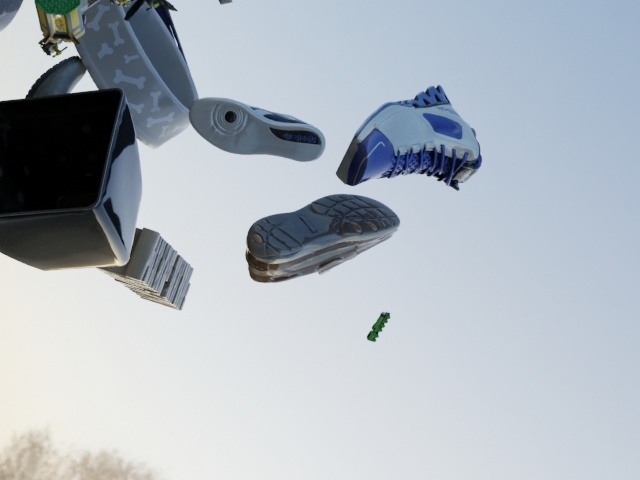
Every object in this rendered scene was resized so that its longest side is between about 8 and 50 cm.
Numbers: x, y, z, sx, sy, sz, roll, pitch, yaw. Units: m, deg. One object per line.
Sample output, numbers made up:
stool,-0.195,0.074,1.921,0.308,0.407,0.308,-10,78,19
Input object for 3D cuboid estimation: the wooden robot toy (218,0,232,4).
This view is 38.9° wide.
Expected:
wooden robot toy,-0.169,-0.604,2.062,0.076,0.173,0.079,38,-30,28

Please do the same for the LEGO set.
LEGO set,-0.383,-0.398,1.309,0.331,0.255,0.192,35,-23,7

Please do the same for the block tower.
block tower,-0.317,0.050,1.667,0.335,0.097,0.091,82,25,-77

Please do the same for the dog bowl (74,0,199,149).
dog bowl,-0.348,-0.347,1.728,0.348,0.102,0.349,60,10,-17

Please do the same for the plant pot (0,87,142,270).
plant pot,-0.322,-0.060,1.147,0.167,0.188,0.187,73,16,-53

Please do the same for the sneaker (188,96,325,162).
sneaker,-0.106,-0.175,1.438,0.121,0.217,0.079,-128,-126,-73

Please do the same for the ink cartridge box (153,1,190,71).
ink cartridge box,-0.406,-0.501,2.210,0.330,0.071,0.324,-130,-160,-59

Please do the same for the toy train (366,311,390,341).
toy train,0.125,0.185,1.954,0.017,0.024,0.083,-97,-150,-59

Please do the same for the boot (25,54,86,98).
boot,-0.449,-0.188,1.566,0.161,0.246,0.083,38,-18,-2

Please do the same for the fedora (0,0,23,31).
fedora,-0.577,-0.450,1.515,0.244,0.124,0.275,23,-77,29

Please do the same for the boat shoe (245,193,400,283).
boat shoe,0.000,0.000,1.680,0.123,0.324,0.116,55,-36,36

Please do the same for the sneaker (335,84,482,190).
sneaker,0.192,-0.167,1.650,0.182,0.315,0.127,43,-43,16
